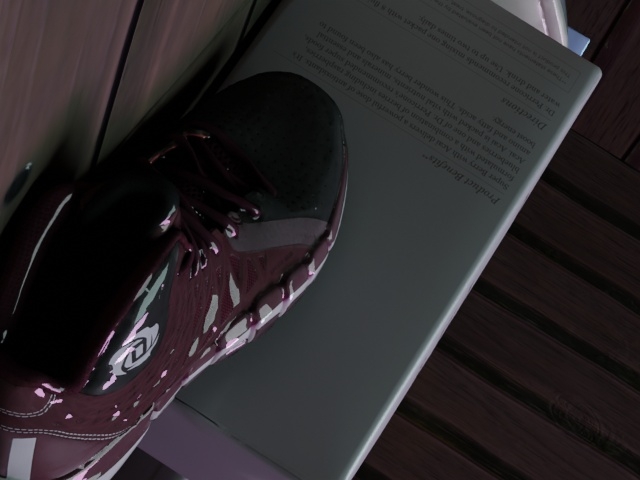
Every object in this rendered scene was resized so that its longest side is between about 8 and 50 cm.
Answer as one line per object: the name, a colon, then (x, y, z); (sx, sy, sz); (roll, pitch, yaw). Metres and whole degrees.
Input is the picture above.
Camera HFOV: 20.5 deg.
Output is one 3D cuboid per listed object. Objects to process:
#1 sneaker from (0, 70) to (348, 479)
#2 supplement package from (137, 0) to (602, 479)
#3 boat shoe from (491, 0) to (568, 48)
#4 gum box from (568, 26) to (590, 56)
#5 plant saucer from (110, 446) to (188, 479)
sneaker: (-0.061, -0.007, 0.808); (0.281, 0.106, 0.162); (-54, 171, -31)
supplement package: (0.000, 0.000, 1.017); (0.293, 0.177, 0.175); (-56, 176, -19)
boat shoe: (0.104, -0.178, 1.074); (0.319, 0.116, 0.099); (80, 26, -55)
gum box: (0.140, -0.115, 1.435); (0.157, 0.041, 0.184); (-61, -167, 7)
plant saucer: (-0.123, 0.157, 1.269); (0.400, 0.100, 0.400); (-57, 176, -6)
